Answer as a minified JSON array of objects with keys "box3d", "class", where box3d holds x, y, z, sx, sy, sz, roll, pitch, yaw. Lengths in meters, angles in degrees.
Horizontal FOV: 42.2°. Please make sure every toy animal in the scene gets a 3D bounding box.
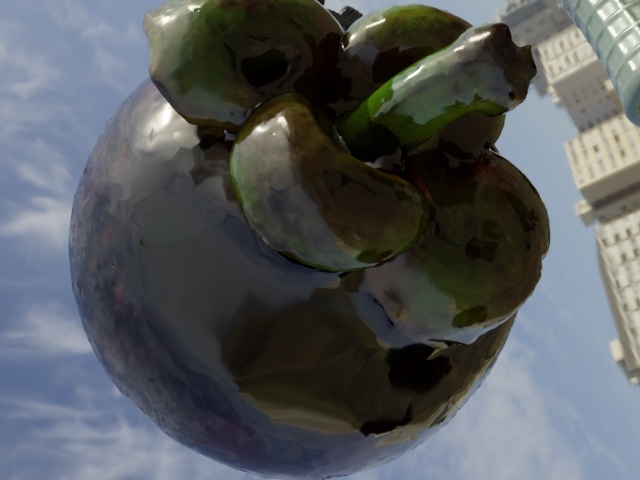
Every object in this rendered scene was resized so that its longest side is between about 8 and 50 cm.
[{"box3d":[0.018,-0.224,0.899,0.220,0.062,0.108,-18,-96,-61],"class":"toy animal"}]

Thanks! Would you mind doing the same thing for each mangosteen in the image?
[{"box3d":[-0.005,-0.001,0.520,0.311,0.311,0.311,46,-152,-34],"class":"mangosteen"}]

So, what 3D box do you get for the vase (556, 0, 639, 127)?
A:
[{"box3d":[0.336,-0.260,0.925,0.143,0.143,0.298,37,-150,-46],"class":"vase"}]
